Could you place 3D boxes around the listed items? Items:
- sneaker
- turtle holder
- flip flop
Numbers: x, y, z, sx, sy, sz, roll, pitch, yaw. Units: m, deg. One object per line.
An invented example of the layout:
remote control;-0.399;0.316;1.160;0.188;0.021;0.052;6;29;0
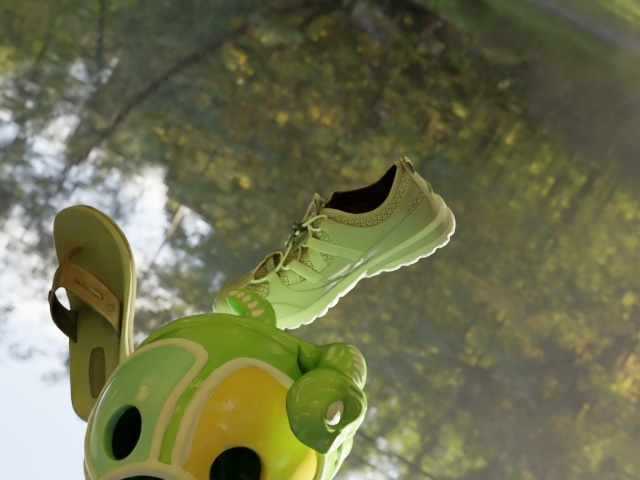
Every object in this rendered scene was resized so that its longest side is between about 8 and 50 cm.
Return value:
sneaker;0.000;0.000;1.541;0.115;0.281;0.105;60;180;-29
turtle holder;-0.085;0.207;1.389;0.320;0.243;0.227;3;-151;25
flip flop;-0.289;0.086;1.724;0.112;0.277;0.080;-13;163;30
